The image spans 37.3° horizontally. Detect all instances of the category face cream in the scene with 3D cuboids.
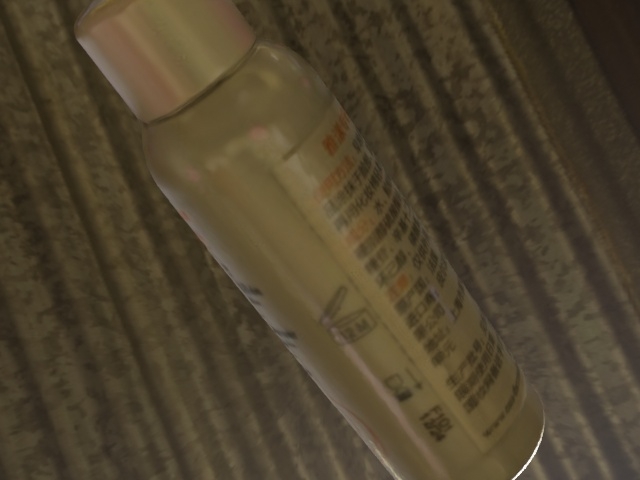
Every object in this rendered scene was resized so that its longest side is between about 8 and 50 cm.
[{"bbox_3d":[0.000,0.000,0.403,0.082,0.082,0.269,-39,-69,-4],"label":"face cream"}]
